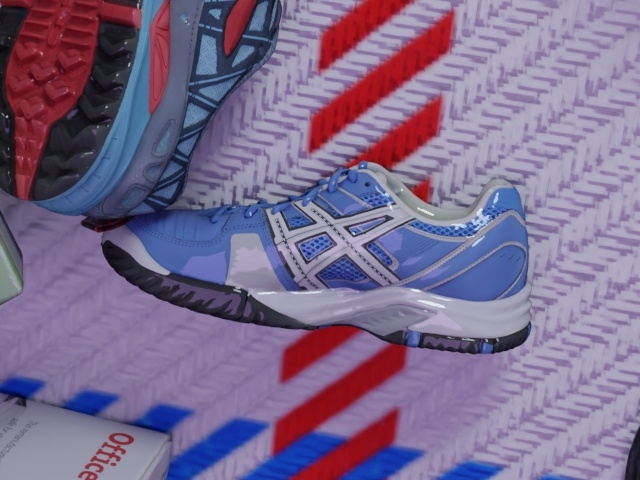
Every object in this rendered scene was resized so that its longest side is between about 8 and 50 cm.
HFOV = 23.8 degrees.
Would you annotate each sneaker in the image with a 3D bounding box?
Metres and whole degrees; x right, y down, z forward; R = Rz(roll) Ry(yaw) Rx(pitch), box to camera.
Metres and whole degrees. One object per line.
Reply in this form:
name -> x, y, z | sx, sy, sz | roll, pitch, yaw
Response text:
sneaker -> -0.068, -0.130, 0.703 | 0.104, 0.125, 0.262 | 23, 86, 28
sneaker -> 0.000, 0.000, 0.740 | 0.211, 0.080, 0.081 | 6, 101, -1

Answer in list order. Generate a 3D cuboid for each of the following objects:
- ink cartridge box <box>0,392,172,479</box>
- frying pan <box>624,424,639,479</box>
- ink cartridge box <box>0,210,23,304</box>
ink cartridge box -> -0.203, 0.141, 0.769 | 0.219, 0.160, 0.092 | 14, 109, 7
frying pan -> 0.222, 0.216, 0.721 | 0.053, 0.197, 0.326 | -16, 110, -28
ink cartridge box -> -0.196, -0.055, 0.692 | 0.056, 0.235, 0.171 | -25, 100, -7
